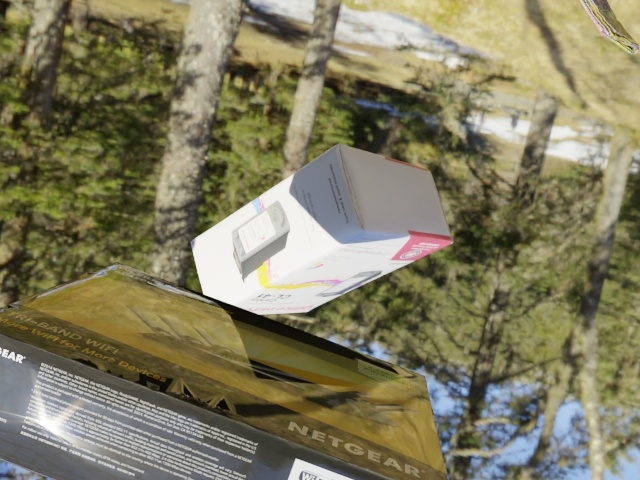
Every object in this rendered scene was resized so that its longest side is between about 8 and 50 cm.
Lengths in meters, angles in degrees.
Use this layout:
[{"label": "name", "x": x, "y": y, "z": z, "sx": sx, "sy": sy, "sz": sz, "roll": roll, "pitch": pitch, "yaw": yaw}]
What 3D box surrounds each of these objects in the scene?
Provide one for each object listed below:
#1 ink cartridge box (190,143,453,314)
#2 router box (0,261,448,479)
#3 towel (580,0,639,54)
[{"label": "ink cartridge box", "x": 0.000, "y": 0.000, "z": 1.027, "sx": 0.306, "sy": 0.131, "sz": 0.226, "roll": -31, "pitch": 158, "yaw": 35}, {"label": "router box", "x": -0.068, "y": 0.119, "z": 0.530, "sx": 0.308, "sy": 0.081, "sz": 0.243, "roll": 20, "pitch": -172, "yaw": 2}, {"label": "towel", "x": 0.198, "y": -0.171, "z": 0.505, "sx": 0.060, "sy": 0.083, "sz": 0.009, "roll": 3, "pitch": 149, "yaw": -46}]
